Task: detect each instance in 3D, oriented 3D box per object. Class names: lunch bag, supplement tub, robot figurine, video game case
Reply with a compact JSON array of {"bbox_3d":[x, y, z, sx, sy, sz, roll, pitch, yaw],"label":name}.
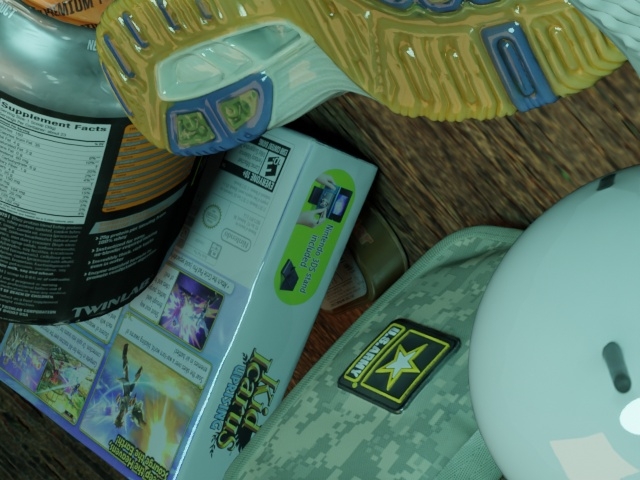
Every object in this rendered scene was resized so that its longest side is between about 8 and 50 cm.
[{"bbox_3d":[0.065,0.121,1.072,0.169,0.235,0.287,42,163,5],"label":"lunch bag"},{"bbox_3d":[-0.145,-0.102,1.091,0.193,0.193,0.316,44,146,12],"label":"supplement tub"},{"bbox_3d":[0.179,0.087,0.794,0.209,0.173,0.278,28,163,51],"label":"robot figurine"},{"bbox_3d":[-0.101,0.024,1.274,0.061,0.244,0.269,21,-177,-37],"label":"video game case"}]

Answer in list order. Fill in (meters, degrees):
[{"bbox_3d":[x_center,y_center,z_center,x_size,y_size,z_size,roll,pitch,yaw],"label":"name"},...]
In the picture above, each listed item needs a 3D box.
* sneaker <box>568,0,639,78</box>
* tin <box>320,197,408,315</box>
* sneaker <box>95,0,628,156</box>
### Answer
[{"bbox_3d":[0.165,-0.095,0.552,0.135,0.150,0.366,21,176,23],"label":"sneaker"},{"bbox_3d":[0.000,0.000,1.323,0.106,0.040,0.189,52,164,-2],"label":"tin"},{"bbox_3d":[0.034,-0.120,0.843,0.296,0.131,0.112,-3,117,41],"label":"sneaker"}]
